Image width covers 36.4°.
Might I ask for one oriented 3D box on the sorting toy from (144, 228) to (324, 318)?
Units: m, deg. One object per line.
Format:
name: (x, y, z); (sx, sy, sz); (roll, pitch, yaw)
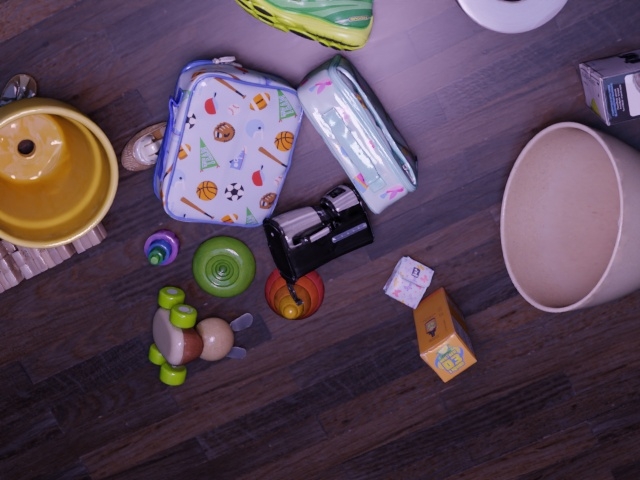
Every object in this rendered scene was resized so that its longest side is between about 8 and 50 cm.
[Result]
sorting toy: (-0.170, 0.077, 1.874); (0.365, 0.126, 0.127); (20, 107, -4)

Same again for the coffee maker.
coffee maker: (0.000, 0.000, 1.826); (0.178, 0.120, 0.171); (-24, 134, -18)

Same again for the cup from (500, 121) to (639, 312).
cup: (0.512, -0.032, 1.737); (0.237, 0.331, 0.331); (5, 109, -25)

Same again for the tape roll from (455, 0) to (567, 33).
tape roll: (0.334, -0.477, 1.708); (0.219, 0.072, 0.219); (1, 106, 2)

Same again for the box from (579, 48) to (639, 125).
box: (0.618, -0.291, 1.704); (0.290, 0.169, 0.087); (-13, 108, 5)

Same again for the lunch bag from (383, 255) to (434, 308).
lunch bag: (0.172, 0.080, 1.897); (0.071, 0.053, 0.083); (29, 97, -7)

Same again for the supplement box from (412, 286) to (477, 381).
supplement box: (0.230, 0.173, 1.827); (0.078, 0.233, 0.080); (-36, 102, 12)

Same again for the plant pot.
plant pot: (-0.511, -0.143, 1.741); (0.254, 0.239, 0.254); (-9, 114, -22)

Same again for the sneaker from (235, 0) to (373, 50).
sneaker: (-0.042, -0.437, 1.736); (0.295, 0.109, 0.123); (23, 84, -3)

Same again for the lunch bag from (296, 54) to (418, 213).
lunch bag: (0.073, -0.188, 1.730); (0.108, 0.224, 0.279); (-34, 102, 12)

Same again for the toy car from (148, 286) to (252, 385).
toy car: (-0.228, 0.187, 1.931); (0.188, 0.149, 0.155); (2, 113, -28)

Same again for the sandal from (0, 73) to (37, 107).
sandal: (-0.598, -0.236, 1.842); (0.072, 0.049, 0.180); (36, 91, -14)

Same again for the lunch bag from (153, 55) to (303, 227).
lunch bag: (-0.173, -0.177, 1.759); (0.243, 0.115, 0.303); (7, 113, -24)

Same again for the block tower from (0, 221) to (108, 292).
block tower: (-0.579, 0.026, 1.895); (0.335, 0.091, 0.097); (-24, 104, 10)

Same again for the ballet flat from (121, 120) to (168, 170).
ballet flat: (-0.292, -0.189, 1.827); (0.206, 0.067, 0.073); (-29, 101, 11)
